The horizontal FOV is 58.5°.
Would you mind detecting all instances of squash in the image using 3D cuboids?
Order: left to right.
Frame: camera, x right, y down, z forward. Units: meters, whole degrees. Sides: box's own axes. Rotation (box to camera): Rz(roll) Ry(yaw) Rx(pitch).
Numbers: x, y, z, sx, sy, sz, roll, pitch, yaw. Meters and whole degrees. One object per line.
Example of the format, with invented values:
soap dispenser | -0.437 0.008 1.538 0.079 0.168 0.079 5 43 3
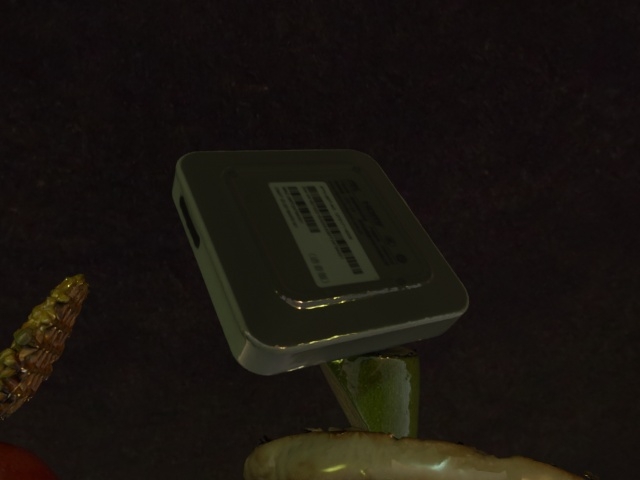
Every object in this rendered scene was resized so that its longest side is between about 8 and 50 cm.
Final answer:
squash | 0.065 0.292 0.921 0.189 0.189 0.260 8 90 -20

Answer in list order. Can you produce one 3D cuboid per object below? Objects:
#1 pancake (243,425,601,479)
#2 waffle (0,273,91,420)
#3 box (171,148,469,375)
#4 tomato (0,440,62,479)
pancake | 0.103 0.267 0.478 0.382 0.071 0.382 15 140 14
waffle | -0.453 0.164 0.918 0.059 0.243 0.237 29 118 -5
box | 0.000 0.000 0.860 0.373 0.367 0.090 -7 142 -31
tomato | -0.405 0.379 0.584 0.273 0.341 0.341 3 141 20
